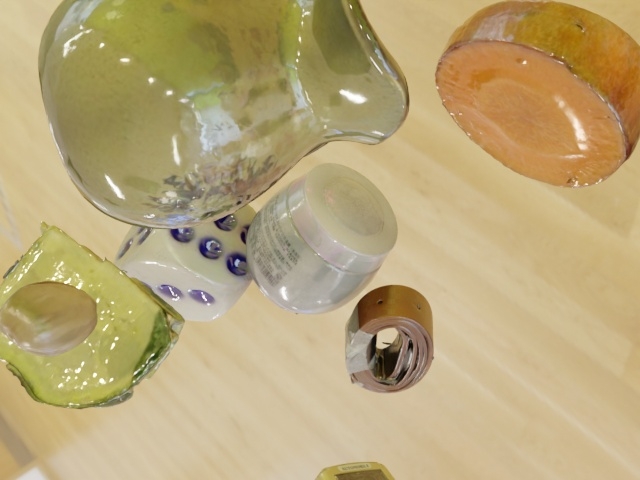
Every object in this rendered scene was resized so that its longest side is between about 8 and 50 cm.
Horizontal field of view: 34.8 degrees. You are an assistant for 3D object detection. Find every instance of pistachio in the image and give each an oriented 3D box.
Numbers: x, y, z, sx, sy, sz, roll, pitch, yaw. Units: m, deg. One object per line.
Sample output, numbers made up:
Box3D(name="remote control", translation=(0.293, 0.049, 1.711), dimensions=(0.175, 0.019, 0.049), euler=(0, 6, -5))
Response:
Box3D(name="pistachio", translation=(-0.398, 0.113, 1.493), dimensions=(0.113, 0.149, 0.113), euler=(15, 113, 39))

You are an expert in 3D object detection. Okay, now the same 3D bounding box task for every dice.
Box3D(name="dice", translation=(-0.290, 0.024, 2.296), dimensions=(0.259, 0.243, 0.251), euler=(33, 146, -20))

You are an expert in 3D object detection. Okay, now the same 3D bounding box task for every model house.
Box3D(name="model house", translation=(-0.416, 0.163, 1.844), dimensions=(0.321, 0.261, 0.266), euler=(37, 175, 9))

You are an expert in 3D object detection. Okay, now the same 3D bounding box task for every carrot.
Box3D(name="carrot", translation=(0.280, -0.190, 1.335), dimensions=(0.307, 0.100, 0.258), euler=(10, 141, 44))

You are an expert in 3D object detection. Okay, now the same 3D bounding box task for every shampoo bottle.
Box3D(name="shampoo bottle", translation=(0.000, 0.000, 2.101), dimensions=(0.273, 0.273, 0.266), euler=(53, 128, 7))

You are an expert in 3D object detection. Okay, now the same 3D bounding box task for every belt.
Box3D(name="belt", translation=(0.138, 0.206, 2.080), dimensions=(0.261, 0.184, 0.105), euler=(102, 172, -48))

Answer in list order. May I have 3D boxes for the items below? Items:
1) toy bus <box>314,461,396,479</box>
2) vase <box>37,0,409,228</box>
Box3D(name="toy bus", translation=(0.015, 0.551, 1.722), dimensions=(0.202, 0.177, 0.365), euler=(55, 127, 38))
Box3D(name="vase", translation=(-0.073, -0.135, 0.953), dimensions=(0.329, 0.302, 0.241), euler=(56, -158, -75))
